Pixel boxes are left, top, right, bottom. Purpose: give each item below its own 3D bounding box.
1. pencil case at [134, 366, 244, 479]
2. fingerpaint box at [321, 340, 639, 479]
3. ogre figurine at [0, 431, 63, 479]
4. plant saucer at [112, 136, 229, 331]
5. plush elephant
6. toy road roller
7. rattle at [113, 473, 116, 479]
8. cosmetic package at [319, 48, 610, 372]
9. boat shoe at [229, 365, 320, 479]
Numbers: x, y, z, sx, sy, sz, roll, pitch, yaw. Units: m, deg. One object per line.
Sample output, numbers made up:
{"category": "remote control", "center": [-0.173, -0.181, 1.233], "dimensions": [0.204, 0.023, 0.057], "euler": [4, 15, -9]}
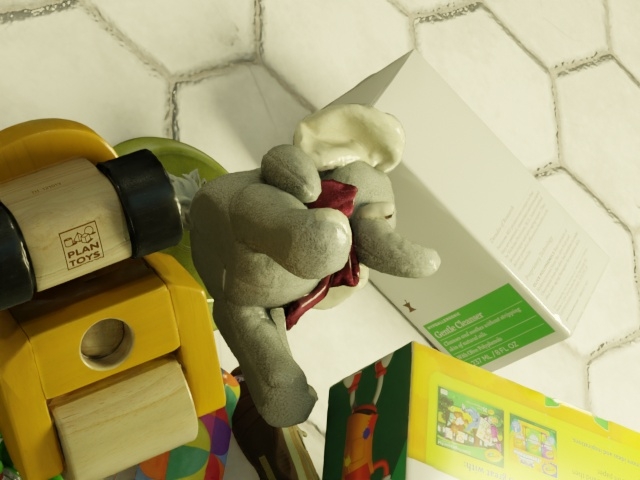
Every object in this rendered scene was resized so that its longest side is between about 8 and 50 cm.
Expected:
{"category": "pencil case", "center": [-0.142, 0.238, 1.894], "dimensions": [0.104, 0.104, 0.236], "euler": [28, 55, -26]}
{"category": "fingerpaint box", "center": [0.213, 0.360, 1.876], "dimensions": [0.445, 0.163, 0.371], "euler": [22, 56, -28]}
{"category": "ogre figurine", "center": [-0.297, 0.228, 1.771], "dimensions": [0.197, 0.097, 0.118], "euler": [44, 42, -21]}
{"category": "plant saucer", "center": [-0.157, -0.013, 2.044], "dimensions": [0.241, 0.037, 0.241], "euler": [17, 60, -32]}
{"category": "plush elephant", "center": [0.000, 0.000, 1.941], "dimensions": [0.255, 0.272, 0.330], "euler": [-13, 36, -29]}
{"category": "toy road roller", "center": [-0.241, 0.042, 1.707], "dimensions": [0.202, 0.240, 0.329], "euler": [-21, 120, -19]}
{"category": "rattle", "center": [-0.227, 0.130, 1.853], "dimensions": [0.200, 0.143, 0.130], "euler": [54, 22, 7]}
{"category": "cosmetic package", "center": [0.147, -0.027, 2.189], "dimensions": [0.365, 0.197, 0.155], "euler": [44, 49, -12]}
{"category": "boat shoe", "center": [-0.046, 0.222, 2.010], "dimensions": [0.072, 0.068, 0.190], "euler": [-22, 94, -55]}
